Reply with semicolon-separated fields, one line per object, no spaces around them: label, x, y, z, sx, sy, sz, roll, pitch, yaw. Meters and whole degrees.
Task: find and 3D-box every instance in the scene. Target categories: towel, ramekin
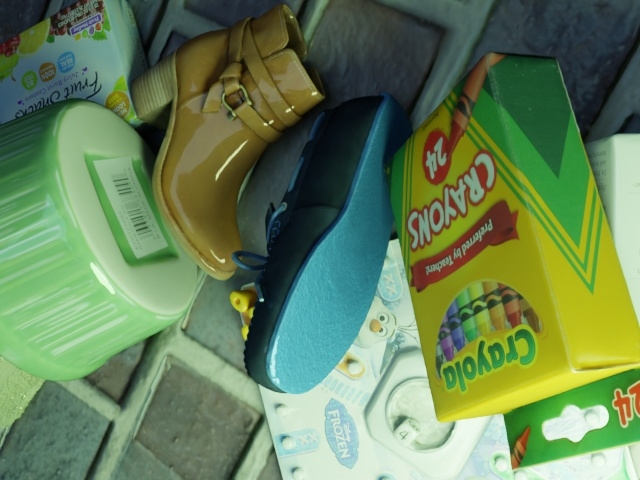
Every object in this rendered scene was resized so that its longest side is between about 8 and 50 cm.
towel;-0.432;0.183;1.044;0.110;0.027;0.148;33;103;-22
ramekin;-0.268;-0.010;0.862;0.148;0.303;0.304;-23;82;14

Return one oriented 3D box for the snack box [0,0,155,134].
snack box;-0.323;-0.198;0.998;0.207;0.070;0.175;-18;83;23

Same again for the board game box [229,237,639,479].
board game box;0.111;0.191;0.832;0.389;0.050;0.390;-18;84;22

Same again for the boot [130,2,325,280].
boot;-0.086;-0.116;0.894;0.220;0.109;0.284;-22;75;18

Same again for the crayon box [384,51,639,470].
crayon box;0.157;0.028;0.661;0.202;0.081;0.319;132;132;-58

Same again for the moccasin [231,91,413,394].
moccasin;0.000;0.000;0.803;0.116;0.138;0.342;3;55;36

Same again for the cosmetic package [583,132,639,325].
cosmetic package;0.297;0.006;0.672;0.151;0.151;0.184;0;92;-2
